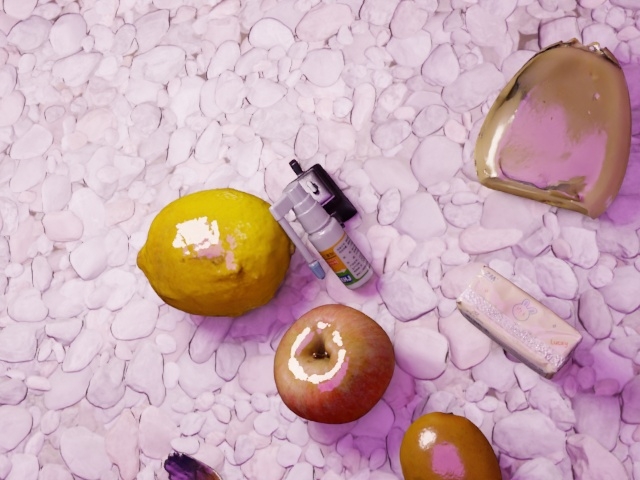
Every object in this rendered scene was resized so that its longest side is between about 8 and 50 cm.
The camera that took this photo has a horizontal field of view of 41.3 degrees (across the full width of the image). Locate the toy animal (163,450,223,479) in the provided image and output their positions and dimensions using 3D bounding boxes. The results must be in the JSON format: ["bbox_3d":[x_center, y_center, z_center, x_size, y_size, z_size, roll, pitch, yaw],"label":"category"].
[{"bbox_3d":[-0.210,0.553,1.420,0.302,0.225,0.284,18,98,4],"label":"toy animal"}]

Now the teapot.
[{"bbox_3d":[-0.006,-0.084,1.563,0.087,0.096,0.177,-37,70,0],"label":"teapot"}]

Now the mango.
[{"bbox_3d":[0.219,0.384,1.378,0.151,0.120,0.221,-30,78,6],"label":"mango"}]

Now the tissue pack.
[{"bbox_3d":[0.328,0.139,1.405,0.196,0.148,0.092,39,86,17],"label":"tissue pack"}]

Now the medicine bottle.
[{"bbox_3d":[0.000,0.000,1.489,0.092,0.061,0.221,-46,112,-21],"label":"medicine bottle"}]

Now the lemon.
[{"bbox_3d":[-0.185,0.022,1.505,0.288,0.233,0.234,-8,73,3],"label":"lemon"}]

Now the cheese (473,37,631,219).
[{"bbox_3d":[0.421,-0.210,1.499,0.259,0.128,0.316,16,85,8],"label":"cheese"}]

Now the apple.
[{"bbox_3d":[0.024,0.210,1.444,0.209,0.164,0.210,-8,63,16],"label":"apple"}]
